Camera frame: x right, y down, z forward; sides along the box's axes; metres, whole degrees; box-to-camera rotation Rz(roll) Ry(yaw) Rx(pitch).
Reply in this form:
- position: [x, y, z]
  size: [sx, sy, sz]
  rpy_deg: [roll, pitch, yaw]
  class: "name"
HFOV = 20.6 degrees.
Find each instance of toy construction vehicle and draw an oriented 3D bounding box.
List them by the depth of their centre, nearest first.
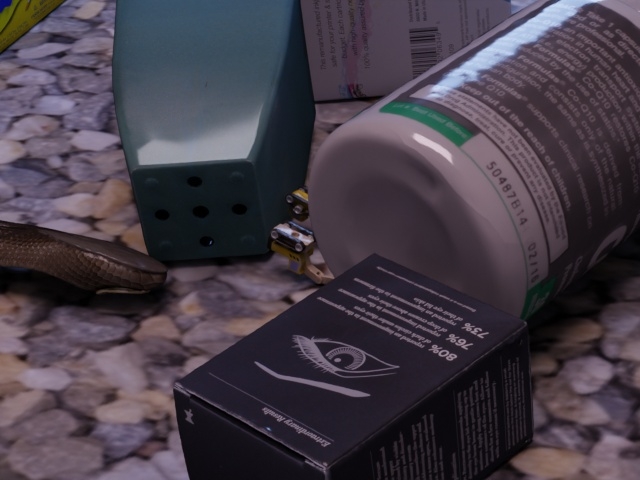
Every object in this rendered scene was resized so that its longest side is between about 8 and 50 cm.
- position: [0.000, 0.000, 1.488]
  size: [0.098, 0.035, 0.086]
  rpy_deg: [26, 34, 19]
  class: "toy construction vehicle"

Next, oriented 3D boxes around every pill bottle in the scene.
- position: [0.178, -0.076, 1.415]
  size: [0.204, 0.204, 0.361]
  rpy_deg: [22, 43, 38]
  class: "pill bottle"

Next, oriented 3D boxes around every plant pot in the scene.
- position: [-0.097, -0.097, 1.556]
  size: [0.166, 0.165, 0.234]
  rpy_deg: [-4, 41, 5]
  class: "plant pot"

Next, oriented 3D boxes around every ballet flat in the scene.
- position: [-0.245, 0.016, 1.502]
  size: [0.250, 0.058, 0.084]
  rpy_deg: [12, 1, 19]
  class: "ballet flat"

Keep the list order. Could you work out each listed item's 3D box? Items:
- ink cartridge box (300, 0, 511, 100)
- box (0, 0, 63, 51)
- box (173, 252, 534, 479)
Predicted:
- position: [0.049, -0.271, 1.755]
  size: [0.270, 0.198, 0.197]
  rpy_deg: [-4, 33, 5]
  class: "ink cartridge box"
- position: [-0.428, -0.342, 1.887]
  size: [0.177, 0.279, 0.290]
  rpy_deg: [8, 36, 24]
  class: "box"
- position: [0.026, 0.119, 1.227]
  size: [0.207, 0.108, 0.153]
  rpy_deg: [-32, 40, -33]
  class: "box"
